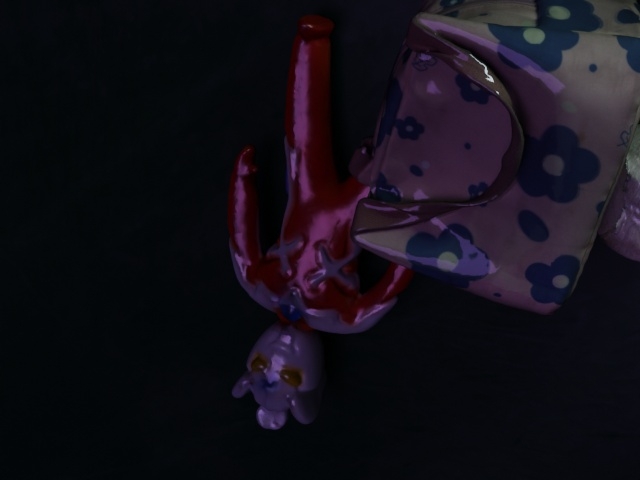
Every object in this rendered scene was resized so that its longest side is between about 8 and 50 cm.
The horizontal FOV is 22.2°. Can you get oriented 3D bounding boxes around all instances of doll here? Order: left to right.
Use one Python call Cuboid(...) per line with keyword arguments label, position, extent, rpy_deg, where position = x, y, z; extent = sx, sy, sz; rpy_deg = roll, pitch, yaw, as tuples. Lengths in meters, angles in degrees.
Cuboid(label="doll", position=(0.000, 0.000, 1.457), extent=(0.188, 0.099, 0.384), rpy_deg=(21, 114, 16))

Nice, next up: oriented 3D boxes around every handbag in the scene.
Cuboid(label="handbag", position=(0.134, -0.086, 1.281), extent=(0.193, 0.190, 0.251), rpy_deg=(16, 117, -3))

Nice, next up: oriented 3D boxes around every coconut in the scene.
Cuboid(label="coconut", position=(0.273, -0.046, 1.296), extent=(0.110, 0.110, 0.124), rpy_deg=(25, 118, 14))
